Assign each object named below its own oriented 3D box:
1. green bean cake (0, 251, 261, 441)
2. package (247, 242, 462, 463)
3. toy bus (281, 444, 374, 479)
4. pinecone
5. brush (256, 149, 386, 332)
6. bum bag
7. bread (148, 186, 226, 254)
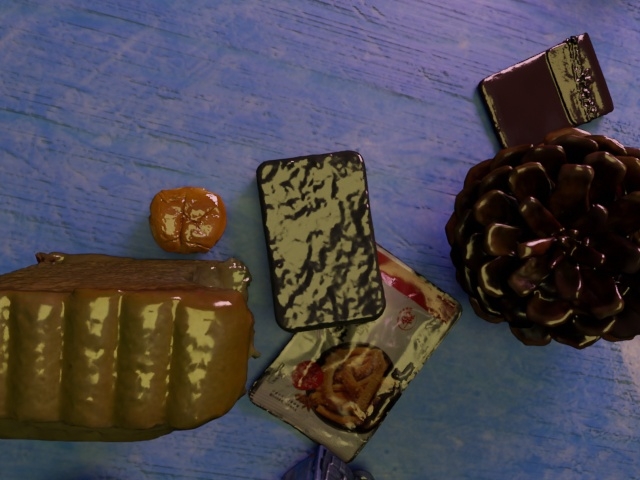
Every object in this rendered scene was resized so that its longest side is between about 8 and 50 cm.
[{"bbox_3d":[-0.174,0.084,0.491,0.233,0.236,0.124,3,94,-8],"label":"green bean cake"},{"bbox_3d":[0.041,0.131,0.631,0.154,0.030,0.239,37,87,-7],"label":"package"},{"bbox_3d":[0.049,0.351,0.617,0.094,0.079,0.236,-35,99,18],"label":"toy bus"},{"bbox_3d":[0.244,0.007,0.539,0.247,0.292,0.246,2,95,23],"label":"pinecone"},{"bbox_3d":[0.000,0.000,0.591,0.123,0.059,0.197,-9,86,-2],"label":"brush"},{"bbox_3d":[0.282,-0.180,0.662,0.160,0.026,0.109,-26,97,-8],"label":"bum bag"},{"bbox_3d":[-0.146,-0.022,0.586,0.083,0.046,0.081,28,83,-6],"label":"bread"}]
